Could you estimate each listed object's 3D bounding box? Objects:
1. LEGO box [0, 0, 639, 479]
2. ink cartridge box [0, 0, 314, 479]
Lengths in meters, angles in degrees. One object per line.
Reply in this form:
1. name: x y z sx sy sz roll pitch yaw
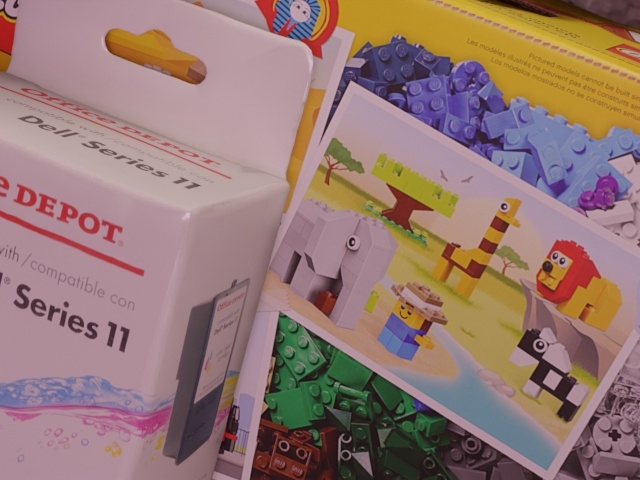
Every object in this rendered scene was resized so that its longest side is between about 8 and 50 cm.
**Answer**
1. LEGO box: 0.000 0.000 0.856 0.500 0.193 0.372 24 109 17
2. ink cartridge box: -0.150 0.035 0.754 0.207 0.119 0.353 21 108 20
